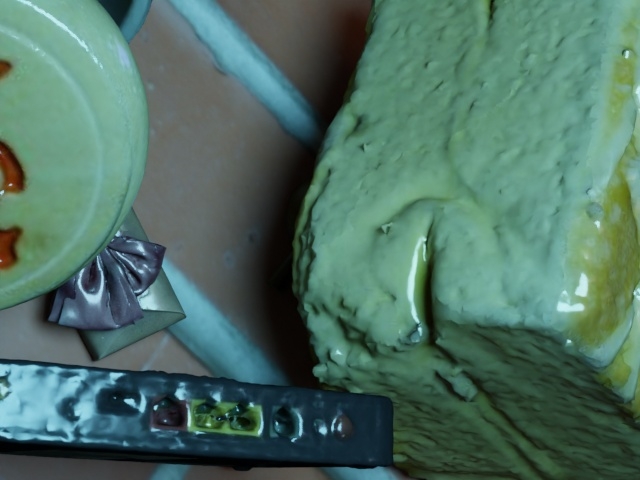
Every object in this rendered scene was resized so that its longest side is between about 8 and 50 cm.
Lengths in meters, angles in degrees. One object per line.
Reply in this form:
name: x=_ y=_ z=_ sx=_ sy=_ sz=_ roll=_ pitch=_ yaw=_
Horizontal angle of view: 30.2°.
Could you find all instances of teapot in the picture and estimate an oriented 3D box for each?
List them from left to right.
teapot: x=0.000 y=0.000 z=1.004 sx=0.085 sy=0.080 sz=0.110 roll=33 pitch=73 yaw=5

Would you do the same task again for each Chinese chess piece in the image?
Chinese chess piece: x=-0.234 y=-0.069 z=0.751 sx=0.251 sy=0.097 sz=0.250 roll=-6 pitch=118 yaw=-11

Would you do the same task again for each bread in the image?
bread: x=0.189 y=-0.003 z=0.972 sx=0.371 sy=0.279 sz=0.390 roll=46 pitch=53 yaw=-45

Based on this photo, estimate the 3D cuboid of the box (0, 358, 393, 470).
box: x=-0.139 y=0.119 z=0.791 sx=0.350 sy=0.211 sz=0.058 roll=11 pitch=76 yaw=-33

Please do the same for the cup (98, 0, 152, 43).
cup: x=-0.234 y=-0.291 z=0.839 sx=0.301 sy=0.227 sz=0.257 roll=14 pitch=51 yaw=-3

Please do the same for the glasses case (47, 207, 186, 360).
glasses case: x=-0.176 y=-0.006 z=0.877 sx=0.102 sy=0.070 sz=0.193 roll=-31 pitch=99 yaw=-35
